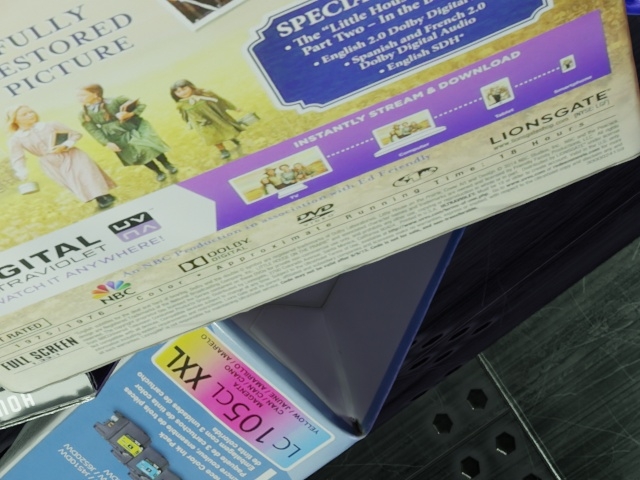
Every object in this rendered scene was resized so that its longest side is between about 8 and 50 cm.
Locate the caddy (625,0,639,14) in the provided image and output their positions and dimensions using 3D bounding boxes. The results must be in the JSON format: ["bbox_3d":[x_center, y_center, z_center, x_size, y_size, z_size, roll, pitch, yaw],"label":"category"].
[{"bbox_3d":[0.133,-0.248,0.480,0.241,0.179,0.341,-25,150,13],"label":"caddy"}]

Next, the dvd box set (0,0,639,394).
[{"bbox_3d":[-0.068,-0.092,0.398,0.307,0.062,0.420,-22,150,9],"label":"dvd box set"}]

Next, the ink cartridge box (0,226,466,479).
[{"bbox_3d":[-0.096,0.108,0.996,0.395,0.151,0.270,-39,-169,38],"label":"ink cartridge box"}]

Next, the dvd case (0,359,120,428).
[{"bbox_3d":[-0.197,0.069,0.837,0.179,0.030,0.239,-19,-167,10],"label":"dvd case"}]
